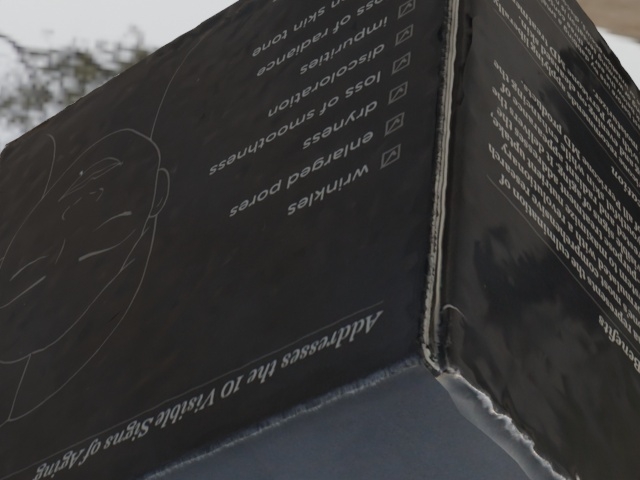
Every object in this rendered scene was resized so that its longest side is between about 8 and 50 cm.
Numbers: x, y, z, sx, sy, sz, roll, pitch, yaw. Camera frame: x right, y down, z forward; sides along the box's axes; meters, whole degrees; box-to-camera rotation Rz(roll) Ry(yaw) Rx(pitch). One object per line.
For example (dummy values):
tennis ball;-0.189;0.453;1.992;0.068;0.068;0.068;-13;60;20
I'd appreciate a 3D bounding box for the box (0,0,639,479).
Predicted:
box;-0.023;0.074;1.008;0.479;0.297;0.472;-27;-148;29
